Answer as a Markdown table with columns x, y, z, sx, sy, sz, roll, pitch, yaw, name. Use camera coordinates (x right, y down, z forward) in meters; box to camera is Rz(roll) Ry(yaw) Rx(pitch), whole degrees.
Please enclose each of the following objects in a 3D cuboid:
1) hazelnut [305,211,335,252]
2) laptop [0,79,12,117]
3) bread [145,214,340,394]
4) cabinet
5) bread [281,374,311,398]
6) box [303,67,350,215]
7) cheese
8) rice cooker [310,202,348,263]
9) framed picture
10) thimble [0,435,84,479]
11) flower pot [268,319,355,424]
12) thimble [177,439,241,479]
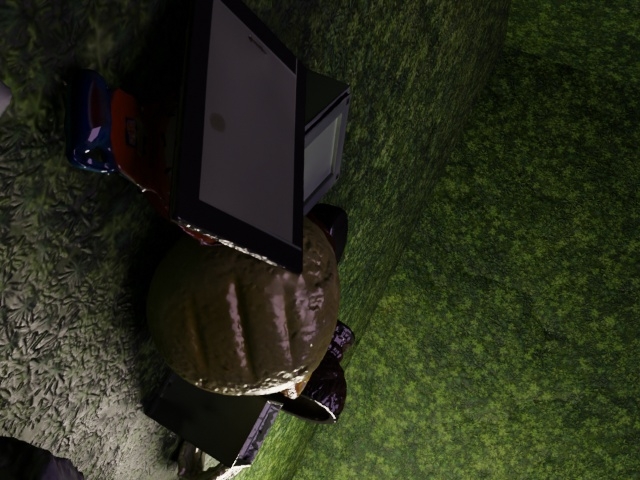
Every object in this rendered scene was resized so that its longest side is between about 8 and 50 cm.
| x | y | z | sx | sy | sz | roll | pitch | yaw | name |
| --- | --- | --- | --- | --- | --- | --- | --- | --- | --- |
| -0.062 | 0.018 | 1.210 | 0.204 | 0.178 | 0.177 | -107 | -146 | -66 | hazelnut |
| -0.373 | -0.057 | 0.435 | 0.269 | 0.015 | 0.187 | -61 | 163 | -12 | laptop |
| -0.121 | 0.101 | 0.933 | 0.237 | 0.321 | 0.320 | -66 | 173 | -61 | bread |
| -0.209 | 0.345 | 1.170 | 0.145 | 0.206 | 0.150 | -61 | 163 | -13 | cabinet |
| -0.107 | 0.239 | 1.315 | 0.114 | 0.185 | 0.274 | -57 | 163 | -38 | bread |
| -0.049 | -0.165 | 1.073 | 0.225 | 0.118 | 0.224 | -50 | 158 | -40 | box |
| -0.180 | -0.106 | 0.730 | 0.329 | 0.129 | 0.216 | 19 | 64 | -60 | cheese |
| 0.000 | 0.001 | 1.458 | 0.142 | 0.118 | 0.202 | -38 | 148 | -57 | rice cooker |
| -0.091 | -0.149 | 0.755 | 0.265 | 0.016 | 0.346 | 27 | 59 | -56 | framed picture |
| -0.384 | 0.365 | 0.665 | 0.157 | 0.217 | 0.245 | 93 | 14 | -53 | thimble |
| -0.027 | 0.372 | 1.718 | 0.266 | 0.267 | 0.267 | 89 | 20 | -56 | flower pot |
| -0.265 | 0.523 | 1.394 | 0.190 | 0.137 | 0.143 | -46 | 162 | -10 | thimble |
